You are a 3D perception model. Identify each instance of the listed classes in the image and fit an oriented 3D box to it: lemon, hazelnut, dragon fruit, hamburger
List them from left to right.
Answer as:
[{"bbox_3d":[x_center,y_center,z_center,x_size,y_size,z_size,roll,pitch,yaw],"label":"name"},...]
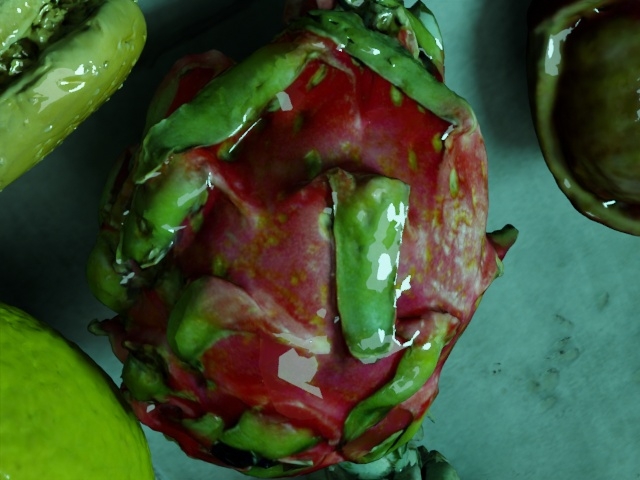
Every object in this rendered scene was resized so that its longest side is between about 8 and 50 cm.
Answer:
[{"bbox_3d":[-0.225,0.155,0.998,0.267,0.267,0.267,-17,136,-17],"label":"lemon"},{"bbox_3d":[-0.159,-0.088,0.897,0.083,0.138,0.147,45,110,-9],"label":"hamburger"},{"bbox_3d":[-0.012,-0.003,0.998,0.231,0.237,0.303,-46,152,-65],"label":"dragon fruit"},{"bbox_3d":[0.212,-0.107,1.080,0.170,0.160,0.202,-31,144,1],"label":"hazelnut"}]

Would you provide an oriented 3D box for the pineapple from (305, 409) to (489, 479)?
[{"bbox_3d":[0.055,0.216,1.270,0.262,0.262,0.272,-26,127,-6],"label":"pineapple"}]
